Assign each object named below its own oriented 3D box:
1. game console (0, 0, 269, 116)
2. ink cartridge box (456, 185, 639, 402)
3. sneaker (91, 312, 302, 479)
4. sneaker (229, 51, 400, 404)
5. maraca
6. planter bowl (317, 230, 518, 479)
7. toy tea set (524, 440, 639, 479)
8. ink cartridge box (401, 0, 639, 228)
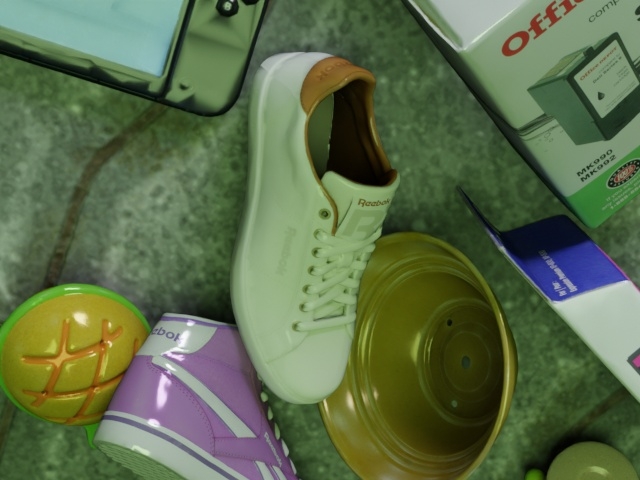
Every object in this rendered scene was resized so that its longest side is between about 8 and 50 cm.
[{"bbox_3d":[-0.167,-0.229,0.805,0.293,0.173,0.250,17,106,-9],"label":"game console"},{"bbox_3d":[0.264,0.091,0.937,0.069,0.176,0.371,-44,105,10],"label":"ink cartridge box"},{"bbox_3d":[-0.059,0.163,0.979,0.102,0.161,0.282,0,146,35],"label":"sneaker"},{"bbox_3d":[0.000,0.000,0.892,0.106,0.123,0.290,-11,105,-35],"label":"sneaker"},{"bbox_3d":[-0.192,0.108,0.955,0.127,0.099,0.185,-39,130,1],"label":"maraca"},{"bbox_3d":[0.098,0.103,0.950,0.090,0.217,0.217,5,111,-42],"label":"planter bowl"},{"bbox_3d":[0.273,0.302,1.044,0.336,0.124,0.200,23,71,7],"label":"toy tea set"},{"bbox_3d":[0.198,-0.161,0.803,0.211,0.121,0.289,-40,144,10],"label":"ink cartridge box"}]
